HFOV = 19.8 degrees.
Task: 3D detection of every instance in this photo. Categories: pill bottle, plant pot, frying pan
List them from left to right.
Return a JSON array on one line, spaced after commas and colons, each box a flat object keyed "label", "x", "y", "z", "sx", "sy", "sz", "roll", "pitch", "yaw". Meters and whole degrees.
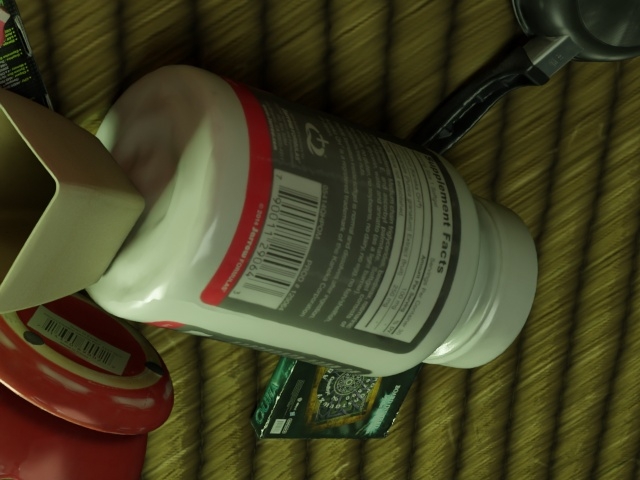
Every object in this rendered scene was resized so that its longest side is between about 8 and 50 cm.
[{"label": "plant pot", "x": -0.209, "y": 0.132, "z": 1.305, "sx": 0.191, "sy": 0.191, "sz": 0.174, "roll": 19, "pitch": 110, "yaw": -38}, {"label": "plant pot", "x": -0.180, "y": -0.023, "z": 1.180, "sx": 0.096, "sy": 0.109, "sz": 0.109, "roll": 6, "pitch": 126, "yaw": -47}, {"label": "pill bottle", "x": 0.000, "y": 0.000, "z": 1.299, "sx": 0.318, "sy": 0.176, "sz": 0.176, "roll": 17, "pitch": 119, "yaw": -37}, {"label": "frying pan", "x": 0.176, "y": -0.176, "z": 1.333, "sx": 0.326, "sy": 0.053, "sz": 0.197, "roll": -31, "pitch": 136, "yaw": -5}]

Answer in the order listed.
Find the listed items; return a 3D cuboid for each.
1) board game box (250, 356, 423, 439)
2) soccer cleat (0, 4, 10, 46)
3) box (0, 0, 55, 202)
[{"label": "board game box", "x": 0.032, "y": 0.089, "z": 1.503, "sx": 0.126, "sy": 0.026, "sz": 0.186, "roll": 5, "pitch": 126, "yaw": -32}, {"label": "soccer cleat", "x": -0.290, "y": -0.164, "z": 1.038, "sx": 0.248, "sy": 0.083, "sz": 0.095, "roll": 36, "pitch": 101, "yaw": -31}, {"label": "box", "x": -0.271, "y": -0.084, "z": 1.175, "sx": 0.190, "sy": 0.045, "sz": 0.184, "roll": -23, "pitch": 138, "yaw": -9}]
